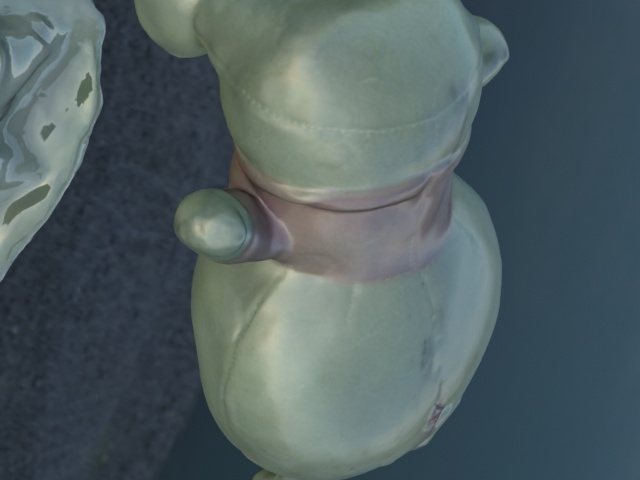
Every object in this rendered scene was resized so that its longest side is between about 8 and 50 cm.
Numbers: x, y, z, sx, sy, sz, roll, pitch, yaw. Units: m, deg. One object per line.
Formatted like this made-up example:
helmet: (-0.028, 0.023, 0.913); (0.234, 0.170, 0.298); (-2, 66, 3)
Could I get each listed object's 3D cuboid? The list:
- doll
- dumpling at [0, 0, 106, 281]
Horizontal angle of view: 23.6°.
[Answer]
doll: (0.008, 0.002, 0.573); (0.155, 0.113, 0.275); (-31, 129, -32)
dumpling: (-0.200, -0.091, 0.678); (0.179, 0.131, 0.252); (-43, 121, 4)
